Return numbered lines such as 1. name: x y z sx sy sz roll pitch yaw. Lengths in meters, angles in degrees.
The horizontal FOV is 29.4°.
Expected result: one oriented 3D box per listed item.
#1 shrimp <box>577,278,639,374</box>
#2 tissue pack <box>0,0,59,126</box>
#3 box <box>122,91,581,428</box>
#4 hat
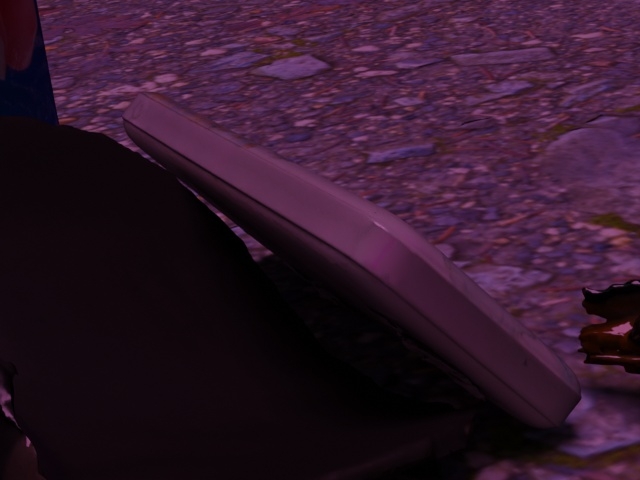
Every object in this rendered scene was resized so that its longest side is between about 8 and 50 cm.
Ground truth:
1. shrimp: 0.238 0.034 0.525 0.248 0.068 0.150 0 10 4
2. tissue pack: -0.278 -0.111 0.748 0.209 0.270 0.137 5 26 19
3. box: 0.000 0.000 0.590 0.044 0.142 0.285 -54 32 -3
4. hat: -0.150 0.085 0.437 0.366 0.257 0.381 40 9 39
